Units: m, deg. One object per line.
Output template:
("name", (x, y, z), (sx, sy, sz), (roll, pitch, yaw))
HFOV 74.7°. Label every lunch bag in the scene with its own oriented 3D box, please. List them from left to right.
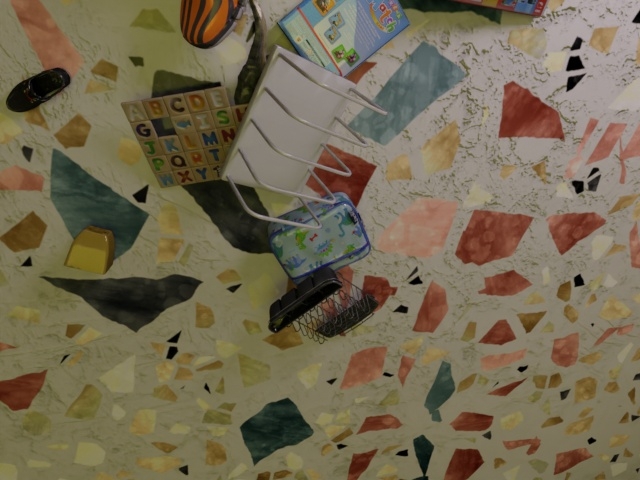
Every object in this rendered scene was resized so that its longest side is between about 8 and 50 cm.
("lunch bag", (0.000, 0.000, 0.989), (0.219, 0.090, 0.176), (-24, 121, 2))

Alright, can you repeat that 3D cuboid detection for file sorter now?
("file sorter", (-0.036, -0.179, 0.804), (0.193, 0.173, 0.277), (10, 121, -37))

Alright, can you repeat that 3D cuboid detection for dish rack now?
("dish rack", (0.022, 0.179, 1.044), (0.208, 0.074, 0.272), (-37, 134, 19))

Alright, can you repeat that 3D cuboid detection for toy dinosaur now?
("toy dinosaur", (-0.112, -0.321, 0.812), (0.118, 0.064, 0.268), (-9, 135, -36))

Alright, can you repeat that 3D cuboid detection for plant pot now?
("plant pot", (-0.492, 0.015, 0.910), (0.081, 0.081, 0.083), (16, 99, -17))

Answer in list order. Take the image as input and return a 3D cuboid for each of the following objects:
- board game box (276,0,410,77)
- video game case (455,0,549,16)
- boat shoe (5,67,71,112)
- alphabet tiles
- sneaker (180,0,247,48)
("board game box", (0.047, -0.425, 0.822), (0.212, 0.039, 0.160), (-36, 116, 8))
("video game case", (0.349, -0.546, 0.777), (0.285, 0.025, 0.204), (-4, 127, -22))
("boat shoe", (-0.532, -0.280, 0.782), (0.133, 0.042, 0.048), (-27, 119, 4))
("alphabet tiles", (-0.243, -0.202, 0.844), (0.238, 0.009, 0.198), (-9, 134, 1))
("sneaker", (-0.183, -0.484, 0.659), (0.125, 0.180, 0.320), (26, 104, 13))
